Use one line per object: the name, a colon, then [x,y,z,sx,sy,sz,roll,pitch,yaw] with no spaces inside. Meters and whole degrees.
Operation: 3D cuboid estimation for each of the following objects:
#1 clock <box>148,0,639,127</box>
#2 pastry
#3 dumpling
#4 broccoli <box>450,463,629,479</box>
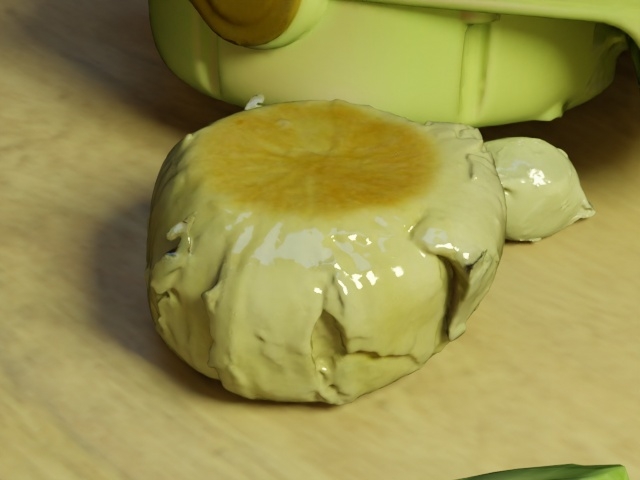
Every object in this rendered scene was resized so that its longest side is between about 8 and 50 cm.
clock: [0.043,-0.143,0.921,0.348,0.117,0.286,4,22,5]
pastry: [0.000,0.000,0.775,0.166,0.088,0.166,0,36,0]
dumpling: [0.092,-0.031,0.848,0.076,0.052,0.057,-17,52,-21]
broccoli: [0.073,0.167,0.422,0.261,0.241,0.269,-16,-1,-4]
